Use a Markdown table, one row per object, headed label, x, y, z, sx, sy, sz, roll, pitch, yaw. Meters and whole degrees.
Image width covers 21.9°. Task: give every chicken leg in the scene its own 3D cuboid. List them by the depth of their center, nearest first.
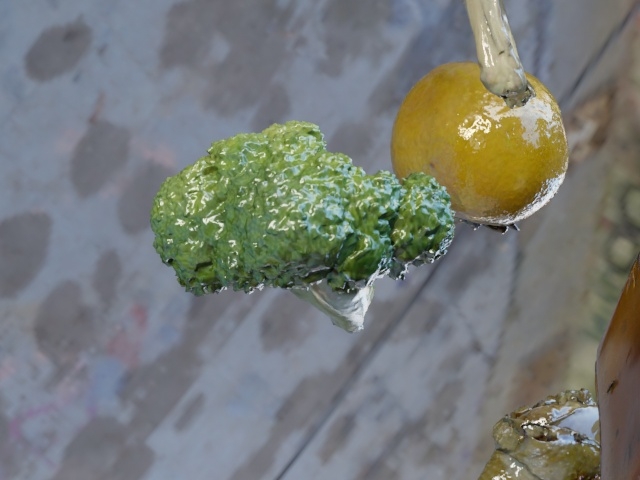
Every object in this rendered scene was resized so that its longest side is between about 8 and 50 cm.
| label | x | y | z | sx | sy | sz | roll | pitch | yaw |
| --- | --- | --- | --- | --- | --- | --- | --- | --- | --- |
| chicken leg | 0.169 | 0.199 | 1.368 | 0.196 | 0.080 | 0.125 | -21 | 108 | -25 |

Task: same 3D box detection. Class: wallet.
| label | x | y | z | sx | sy | sz | roll | pitch | yaw |
| --- | --- | --- | --- | --- | --- | --- | --- | --- | --- |
| wallet | 0.197 | 0.070 | 0.921 | 0.161 | 0.042 | 0.195 | -82 | -176 | -46 |

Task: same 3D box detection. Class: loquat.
| label | x | y | z | sx | sy | sz | roll | pitch | yaw |
| --- | --- | --- | --- | --- | --- | --- | --- | --- | --- |
| loquat | 0.184 | -0.107 | 1.909 | 0.208 | 0.208 | 0.208 | -34 | 144 | -30 |

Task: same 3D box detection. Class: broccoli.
| label | x | y | z | sx | sy | sz | roll | pitch | yaw |
| --- | --- | --- | --- | --- | --- | --- | --- | --- | --- |
| broccoli | 0.005 | -0.026 | 1.627 | 0.302 | 0.254 | 0.186 | 6 | 70 | -50 |

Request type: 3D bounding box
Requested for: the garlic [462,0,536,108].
| label | x | y | z | sx | sy | sz | roll | pitch | yaw |
| --- | --- | --- | --- | --- | --- | --- | --- | --- | --- |
| garlic | 0.118 | -0.207 | 1.031 | 0.245 | 0.245 | 0.253 | 16 | 79 | -58 |
